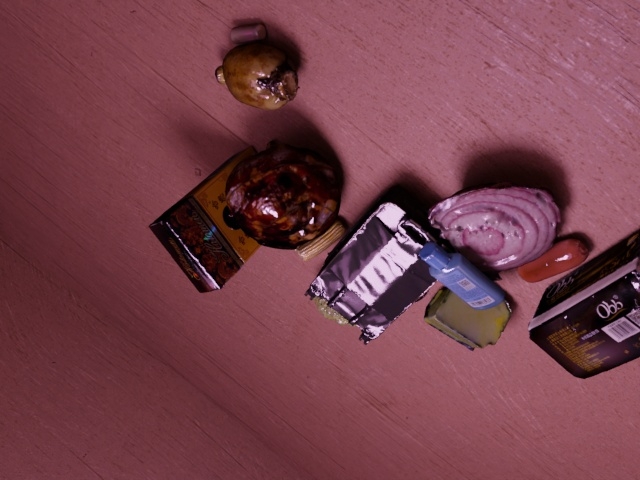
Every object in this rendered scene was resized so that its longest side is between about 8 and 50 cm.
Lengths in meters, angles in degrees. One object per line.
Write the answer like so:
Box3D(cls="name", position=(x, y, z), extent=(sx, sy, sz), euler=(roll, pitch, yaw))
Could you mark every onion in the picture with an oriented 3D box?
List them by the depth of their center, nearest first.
Box3D(cls="onion", position=(0.435, -0.055, 1.415), extent=(0.280, 0.146, 0.314), euler=(-19, 130, 24))

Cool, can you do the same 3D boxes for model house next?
Box3D(cls="model house", position=(0.425, 0.214, 1.694), extent=(0.194, 0.170, 0.211), euler=(30, 168, 3))

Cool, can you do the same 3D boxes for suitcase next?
Box3D(cls="suitcase", position=(0.181, 0.070, 1.628), extent=(0.283, 0.194, 0.434), euler=(39, 122, -2))

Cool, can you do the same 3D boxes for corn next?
Box3D(cls="corn", position=(0.000, 0.000, 1.782), extent=(0.063, 0.165, 0.085), euler=(59, 169, -32))

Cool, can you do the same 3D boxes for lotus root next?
Box3D(cls="lotus root", position=(-0.169, -0.442, 1.542), extent=(0.314, 0.141, 0.169), euler=(22, 135, 36))

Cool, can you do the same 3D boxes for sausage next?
Box3D(cls="sausage", position=(0.577, 0.052, 1.444), extent=(0.077, 0.077, 0.194), euler=(47, 139, -7))

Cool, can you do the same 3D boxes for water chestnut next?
Box3D(cls="water chestnut", position=(-0.112, -0.159, 1.664), extent=(0.335, 0.347, 0.335), euler=(-6, 157, -3))

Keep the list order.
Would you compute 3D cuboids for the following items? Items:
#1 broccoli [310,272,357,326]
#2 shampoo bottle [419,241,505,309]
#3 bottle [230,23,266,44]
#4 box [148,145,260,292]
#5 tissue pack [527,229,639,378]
Box3D(cls="broccoli", position=(0.106, 0.178, 1.851), extent=(0.254, 0.186, 0.302), euler=(50, 146, 1))
Box3D(cls="shampoo bottle", position=(0.352, 0.089, 1.461), extent=(0.258, 0.061, 0.104), euler=(36, 141, -27))
Box3D(cls="bottle", position=(-0.192, -0.549, 1.535), extent=(0.096, 0.045, 0.045), euler=(7, 129, 34))
Box3D(cls="box", position=(-0.287, -0.067, 1.760), extent=(0.115, 0.415, 0.264), euler=(-13, 117, 45))
Box3D(cls="tissue pack", position=(0.685, 0.154, 1.336), extent=(0.210, 0.198, 0.370), euler=(44, 145, 5))
